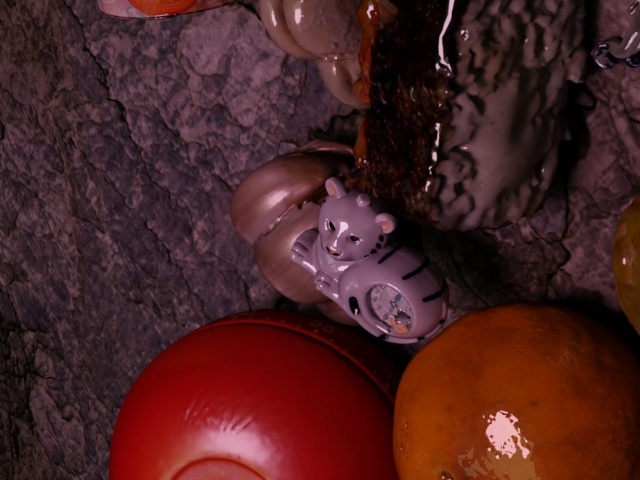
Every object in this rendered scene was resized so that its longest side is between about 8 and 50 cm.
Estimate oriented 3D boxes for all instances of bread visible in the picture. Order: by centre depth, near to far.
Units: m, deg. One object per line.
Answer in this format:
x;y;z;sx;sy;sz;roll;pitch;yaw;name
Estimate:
0.011;-0.290;1.331;0.102;0.183;0.337;0;109;44;bread

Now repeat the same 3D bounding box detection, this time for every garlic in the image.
0.000;0.000;1.483;0.191;0.160;0.214;-40;74;53;garlic

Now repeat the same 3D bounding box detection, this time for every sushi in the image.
0.140;-0.157;1.265;0.182;0.197;0.343;40;129;54;sushi

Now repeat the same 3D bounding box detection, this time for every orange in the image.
0.201;0.199;1.309;0.284;0.226;0.283;15;113;41;orange

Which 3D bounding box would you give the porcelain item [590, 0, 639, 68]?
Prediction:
0.304;-0.185;1.181;0.075;0.021;0.136;53;137;17;porcelain item

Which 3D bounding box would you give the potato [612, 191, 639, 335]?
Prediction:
0.363;0.059;1.099;0.246;0.196;0.299;-24;90;50;potato

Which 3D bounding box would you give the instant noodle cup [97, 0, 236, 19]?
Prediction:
-0.174;-0.382;1.457;0.243;0.243;0.231;18;126;41;instant noodle cup

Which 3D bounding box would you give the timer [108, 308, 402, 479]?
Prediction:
-0.058;0.269;1.529;0.378;0.279;0.377;5;105;21;timer

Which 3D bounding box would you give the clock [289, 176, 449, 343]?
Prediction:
0.060;0.021;1.331;0.176;0.080;0.117;39;140;10;clock
